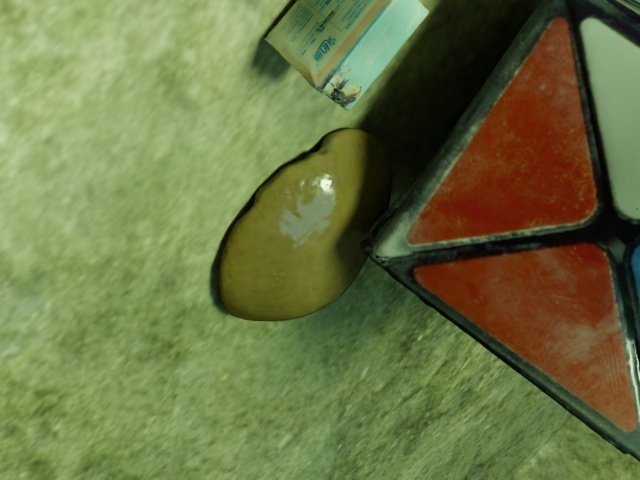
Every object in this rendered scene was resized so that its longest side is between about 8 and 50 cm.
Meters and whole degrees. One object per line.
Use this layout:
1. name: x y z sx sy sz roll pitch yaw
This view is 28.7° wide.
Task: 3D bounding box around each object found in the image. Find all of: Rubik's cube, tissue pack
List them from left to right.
1. tissue pack: 0.019 -0.151 0.875 0.094 0.074 0.058 -49 148 9
2. Rubik's cube: 0.261 -0.039 1.085 0.305 0.307 0.310 -58 171 21

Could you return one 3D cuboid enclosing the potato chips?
1. potato chips: 0.000 0.001 1.086 0.195 0.062 0.208 2 129 -56
